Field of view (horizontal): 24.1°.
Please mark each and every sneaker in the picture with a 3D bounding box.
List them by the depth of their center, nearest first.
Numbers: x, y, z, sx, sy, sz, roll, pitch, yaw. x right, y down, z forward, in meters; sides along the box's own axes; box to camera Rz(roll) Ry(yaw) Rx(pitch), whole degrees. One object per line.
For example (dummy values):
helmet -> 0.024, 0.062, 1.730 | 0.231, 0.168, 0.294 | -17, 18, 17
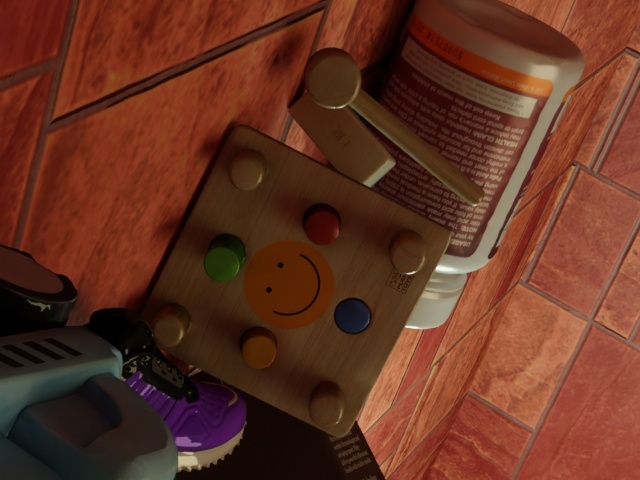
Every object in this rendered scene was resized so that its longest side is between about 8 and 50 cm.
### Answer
sneaker -> -0.175, 0.137, 1.432 | 0.293, 0.102, 0.146 | 1, 109, -45

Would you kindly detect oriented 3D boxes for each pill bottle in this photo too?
pill bottle -> 0.152, -0.101, 1.890 | 0.224, 0.224, 0.392 | -27, 144, -62

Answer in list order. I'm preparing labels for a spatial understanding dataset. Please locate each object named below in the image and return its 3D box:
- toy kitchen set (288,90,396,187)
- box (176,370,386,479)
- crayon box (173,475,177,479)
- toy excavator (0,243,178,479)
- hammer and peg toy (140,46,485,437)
toy kitchen set -> -0.015, -0.060, 1.722 | 0.207, 0.122, 0.166 | -42, 166, 10
box -> -0.026, 0.308, 1.722 | 0.191, 0.381, 0.143 | -30, 169, 16
crayon box -> -0.090, 0.381, 1.902 | 0.165, 0.278, 0.081 | -46, 161, -40
toy excavator -> -0.189, 0.197, 0.996 | 0.222, 0.445, 0.433 | -63, 164, 10
hammer and peg toy -> 0.000, 0.000, 1.548 | 0.361, 0.266, 0.127 | -62, -177, 10
